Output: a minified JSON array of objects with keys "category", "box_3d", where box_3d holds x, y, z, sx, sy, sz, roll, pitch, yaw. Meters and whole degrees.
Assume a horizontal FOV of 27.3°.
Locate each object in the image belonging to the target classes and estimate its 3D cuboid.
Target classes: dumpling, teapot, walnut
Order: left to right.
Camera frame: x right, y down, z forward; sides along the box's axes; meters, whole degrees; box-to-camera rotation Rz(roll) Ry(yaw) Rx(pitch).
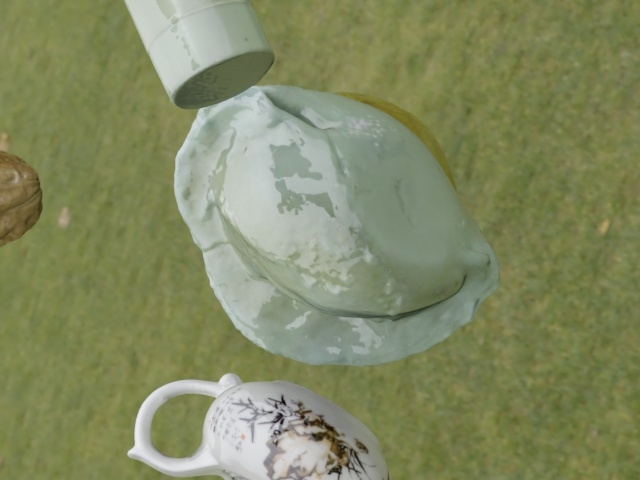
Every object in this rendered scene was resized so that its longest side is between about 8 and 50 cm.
[{"category":"walnut","box_3d":[-0.257,-0.027,0.983,0.079,0.096,0.082,27,132,48]},{"category":"teapot","box_3d":[-0.047,0.230,1.348,0.208,0.299,0.166,71,-141,-77]},{"category":"dumpling","box_3d":[0.011,-0.018,1.339,0.270,0.321,0.212,-36,-10,-9]}]

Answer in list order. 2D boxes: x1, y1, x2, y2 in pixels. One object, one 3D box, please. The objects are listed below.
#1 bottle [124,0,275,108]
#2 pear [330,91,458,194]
[{"category":"bottle","box_3d":[-0.098,-0.184,0.804,0.072,0.072,0.201,-37,73,47]},{"category":"pear","box_3d":[0.037,-0.034,1.710,0.304,0.304,0.304,-38,43,46]}]
